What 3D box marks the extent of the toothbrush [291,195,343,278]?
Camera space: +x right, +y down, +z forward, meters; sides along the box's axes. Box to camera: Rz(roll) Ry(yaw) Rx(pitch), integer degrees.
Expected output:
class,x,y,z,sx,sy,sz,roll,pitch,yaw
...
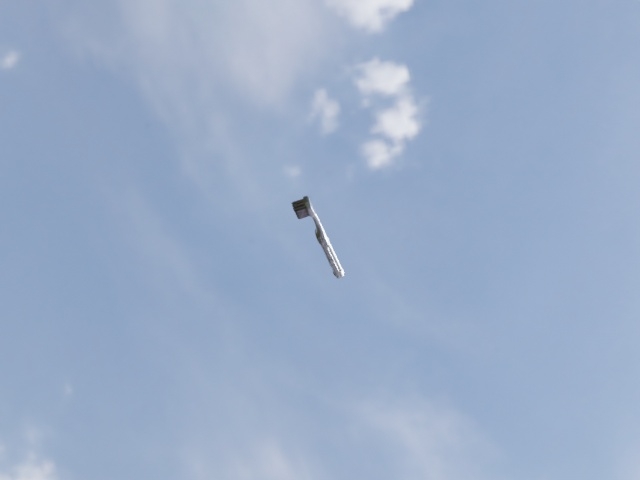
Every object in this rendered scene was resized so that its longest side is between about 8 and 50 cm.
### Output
class,x,y,z,sx,sy,sz,roll,pitch,yaw
toothbrush,0.000,0.000,0.714,0.097,0.008,0.006,62,14,-67
